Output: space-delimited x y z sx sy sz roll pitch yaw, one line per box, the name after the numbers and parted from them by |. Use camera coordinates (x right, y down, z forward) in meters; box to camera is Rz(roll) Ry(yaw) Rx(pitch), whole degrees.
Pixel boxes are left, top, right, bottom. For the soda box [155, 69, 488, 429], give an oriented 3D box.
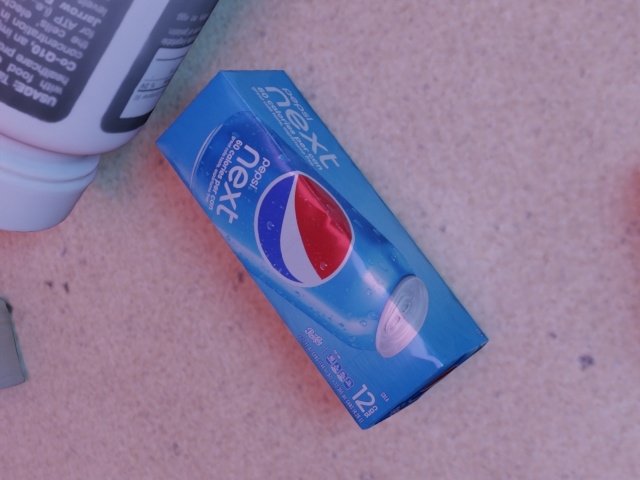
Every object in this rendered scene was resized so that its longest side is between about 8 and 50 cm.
0.000 0.000 0.634 0.067 0.071 0.210 -44 75 27 | soda box

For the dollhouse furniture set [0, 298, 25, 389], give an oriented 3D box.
-0.427 0.152 0.787 0.362 0.256 0.394 -17 89 29 | dollhouse furniture set

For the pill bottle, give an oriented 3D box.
-0.147 -0.155 0.644 0.161 0.161 0.283 44 114 17 | pill bottle
